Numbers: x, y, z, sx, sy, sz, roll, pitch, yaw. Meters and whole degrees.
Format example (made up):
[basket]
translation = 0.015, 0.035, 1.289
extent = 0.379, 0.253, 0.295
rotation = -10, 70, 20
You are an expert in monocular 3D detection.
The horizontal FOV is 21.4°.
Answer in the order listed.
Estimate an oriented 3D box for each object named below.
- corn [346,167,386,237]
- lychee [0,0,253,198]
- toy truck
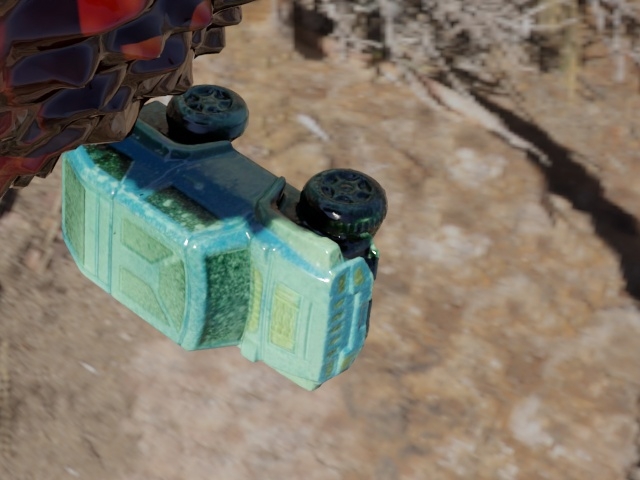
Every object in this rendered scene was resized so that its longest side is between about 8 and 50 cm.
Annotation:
[corn]
translation = 0.000, 0.000, 1.527
extent = 0.080, 0.231, 0.080
rotation = 9, 65, -19
[lychee]
translation = -0.231, -0.205, 0.676
extent = 0.499, 0.424, 0.425
rotation = -4, 98, -30
[toy truck]
translation = -0.077, -0.003, 1.335
extent = 0.156, 0.279, 0.155
rotation = -30, 141, -38
